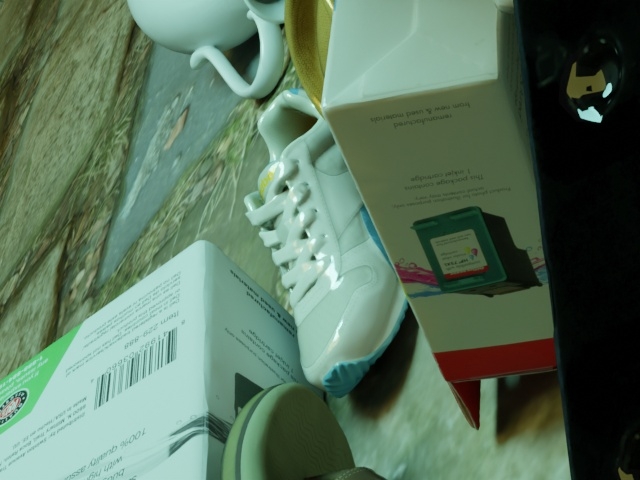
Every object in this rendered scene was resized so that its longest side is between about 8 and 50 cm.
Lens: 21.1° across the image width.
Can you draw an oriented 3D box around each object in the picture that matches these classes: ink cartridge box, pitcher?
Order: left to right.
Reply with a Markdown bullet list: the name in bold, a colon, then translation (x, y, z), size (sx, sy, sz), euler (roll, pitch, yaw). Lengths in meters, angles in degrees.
- **ink cartridge box**: translation (-0.109, 0.170, 0.990), size (0.211, 0.121, 0.289), euler (-33, 31, 21)
- **pitcher**: translation (-0.088, -0.205, 1.497), size (0.207, 0.125, 0.178), euler (-3, 79, 56)
- **ink cartridge box**: translation (0.076, -0.031, 0.788), size (0.078, 0.231, 0.134), euler (-9, 47, 17)

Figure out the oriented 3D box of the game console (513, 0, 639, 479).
- **game console**: translation (0.158, -0.028, 0.302), size (0.342, 0.060, 0.387), euler (-28, 63, 54)

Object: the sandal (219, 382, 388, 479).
- **sandal**: translation (0.024, 0.168, 0.789), size (0.086, 0.120, 0.303), euler (-32, 29, 8)

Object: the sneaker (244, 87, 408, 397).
- **sneaker**: translation (0.000, 0.000, 1.040), size (0.087, 0.092, 0.229), euler (-50, 26, 34)

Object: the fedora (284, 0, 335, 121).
- **fedora**: translation (0.031, -0.124, 1.003), size (0.194, 0.079, 0.194), euler (165, 90, -69)

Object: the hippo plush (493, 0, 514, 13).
- **hippo plush**: translation (0.144, -0.150, 0.602), size (0.234, 0.294, 0.236), euler (-53, -1, -41)
